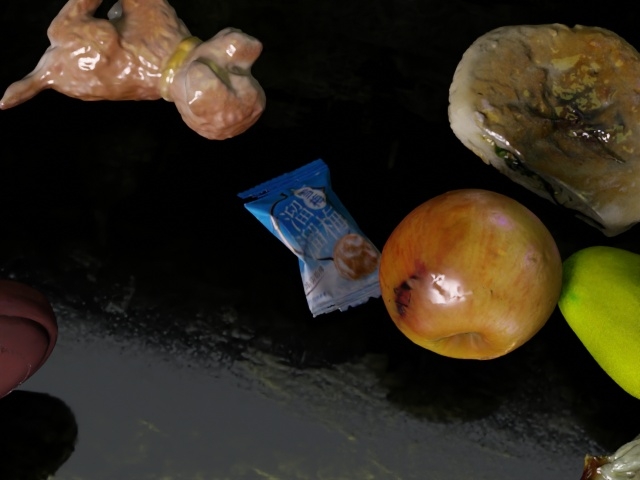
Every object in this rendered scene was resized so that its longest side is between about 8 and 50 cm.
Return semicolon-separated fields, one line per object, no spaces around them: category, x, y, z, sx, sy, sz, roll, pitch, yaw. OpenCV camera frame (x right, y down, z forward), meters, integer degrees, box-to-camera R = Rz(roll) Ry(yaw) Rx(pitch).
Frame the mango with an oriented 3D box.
mango;0.267;0.065;1.319;0.117;0.089;0.163;-12;51;-35

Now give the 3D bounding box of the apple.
apple;0.116;0.031;1.304;0.146;0.146;0.147;1;62;-3

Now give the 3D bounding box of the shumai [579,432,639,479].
shumai;0.246;0.188;1.267;0.087;0.099;0.124;0;27;24

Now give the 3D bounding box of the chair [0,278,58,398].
chair;-0.347;-0.001;1.251;0.226;0.226;0.401;-19;66;-13

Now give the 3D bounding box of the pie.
pie;0.223;-0.111;1.437;0.218;0.052;0.185;33;60;11

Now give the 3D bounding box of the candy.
candy;-0.001;0.000;1.375;0.088;0.038;0.136;-23;73;-29

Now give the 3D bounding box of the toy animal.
toy animal;-0.150;-0.128;1.397;0.185;0.104;0.184;36;64;9
